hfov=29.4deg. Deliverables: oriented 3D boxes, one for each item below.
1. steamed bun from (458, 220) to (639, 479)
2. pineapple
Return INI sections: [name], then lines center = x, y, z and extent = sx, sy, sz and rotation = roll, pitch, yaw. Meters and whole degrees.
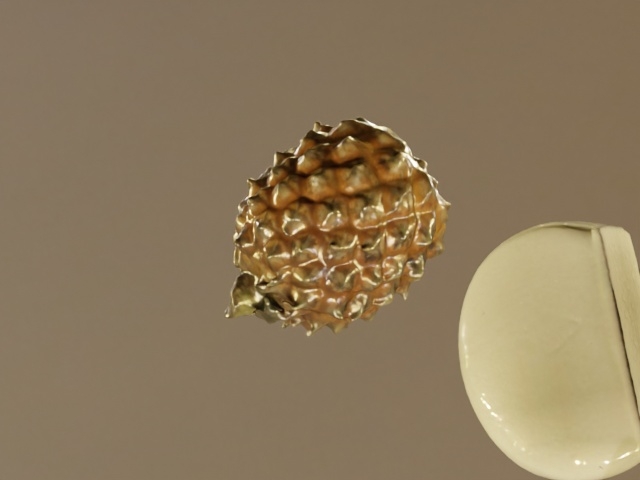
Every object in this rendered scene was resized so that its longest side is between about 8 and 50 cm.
[steamed bun]
center = 0.227, 0.106, 1.165
extent = 0.164, 0.242, 0.146
rotation = -15, 171, 28
[pineapple]
center = 0.000, 0.000, 0.966
extent = 0.193, 0.166, 0.166
rotation = -37, -138, -13
